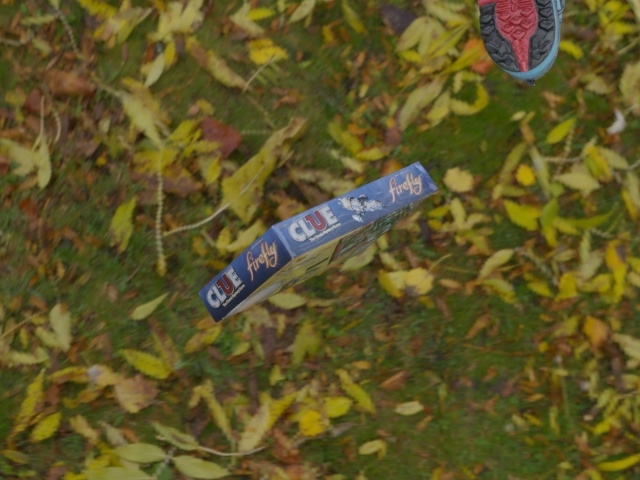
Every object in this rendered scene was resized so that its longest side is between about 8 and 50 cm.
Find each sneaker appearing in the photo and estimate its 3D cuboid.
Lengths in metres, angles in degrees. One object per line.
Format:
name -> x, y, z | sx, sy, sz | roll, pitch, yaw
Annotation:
sneaker -> 0.224, -0.301, 1.326 | 0.104, 0.125, 0.262 | 1, 80, 18

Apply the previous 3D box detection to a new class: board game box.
board game box -> 0.000, 0.000, 1.299 | 0.243, 0.165, 0.042 | -25, 79, -43
